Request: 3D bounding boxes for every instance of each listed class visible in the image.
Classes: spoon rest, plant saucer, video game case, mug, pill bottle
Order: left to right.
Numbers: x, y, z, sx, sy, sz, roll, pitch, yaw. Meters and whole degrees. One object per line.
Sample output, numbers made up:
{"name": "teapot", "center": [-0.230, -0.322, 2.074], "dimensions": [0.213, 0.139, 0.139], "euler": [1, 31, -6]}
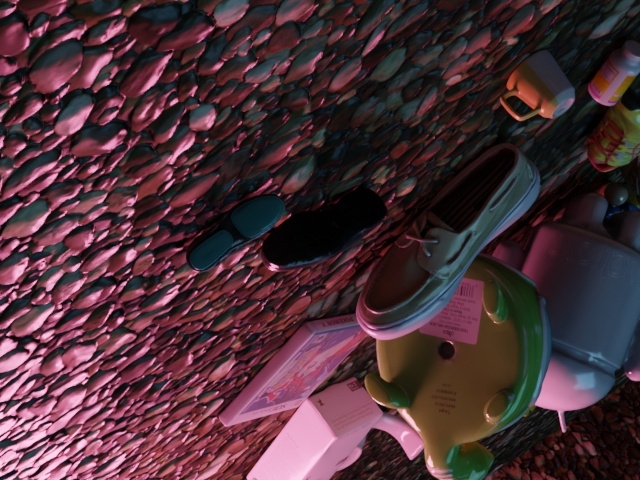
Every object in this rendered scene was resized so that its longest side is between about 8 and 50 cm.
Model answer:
{"name": "video game case", "center": [-0.026, 0.176, 1.858], "dimensions": [0.201, 0.023, 0.183], "euler": [-49, 159, 25]}
{"name": "spoon rest", "center": [0.066, 0.347, 2.346], "dimensions": [0.276, 0.084, 0.137], "euler": [5, 133, -45]}
{"name": "mug", "center": [0.251, -0.168, 1.537], "dimensions": [0.078, 0.064, 0.062], "euler": [-44, 161, 16]}
{"name": "plant saucer", "center": [0.434, -0.070, 2.150], "dimensions": [0.083, 0.015, 0.083], "euler": [-33, 160, -14]}
{"name": "pill bottle", "center": [0.375, -0.212, 1.691], "dimensions": [0.043, 0.043, 0.083], "euler": [-22, 155, -39]}

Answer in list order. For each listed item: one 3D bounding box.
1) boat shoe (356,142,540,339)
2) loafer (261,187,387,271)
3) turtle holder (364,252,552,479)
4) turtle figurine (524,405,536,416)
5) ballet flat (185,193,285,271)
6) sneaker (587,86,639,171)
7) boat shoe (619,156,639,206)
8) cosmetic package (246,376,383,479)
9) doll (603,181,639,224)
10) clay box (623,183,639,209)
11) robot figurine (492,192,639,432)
{"name": "boat shoe", "center": [0.149, -0.007, 1.687], "dimensions": [0.302, 0.109, 0.094], "euler": [-47, 145, -3]}
{"name": "loafer", "center": [0.000, 0.000, 1.468], "dimensions": [0.170, 0.062, 0.061], "euler": [-22, 159, -36]}
{"name": "turtle holder", "center": [0.220, 0.173, 1.871], "dimensions": [0.243, 0.320, 0.227], "euler": [-24, 171, 29]}
{"name": "turtle figurine", "center": [0.287, 0.184, 2.211], "dimensions": [0.269, 0.217, 0.087], "euler": [-29, 138, -39]}
{"name": "ballet flat", "center": [-0.087, -0.010, 1.334], "dimensions": [0.114, 0.041, 0.041], "euler": [-36, 160, -9]}
{"name": "sneaker", "center": [0.413, -0.143, 1.858], "dimensions": [0.094, 0.081, 0.208], "euler": [-36, 161, -1]}
{"name": "boat shoe", "center": [0.521, -0.134, 2.013], "dimensions": [0.104, 0.089, 0.285], "euler": [-13, 159, -1]}
{"name": "cosmetic package", "center": [-0.011, 0.326, 2.126], "dimensions": [0.117, 0.085, 0.231], "euler": [-20, 154, -44]}
{"name": "doll", "center": [0.464, -0.023, 2.171], "dimensions": [0.129, 0.046, 0.189], "euler": [-11, 136, -12]}
{"name": "clay box", "center": [0.524, -0.045, 2.307], "dimensions": [0.222, 0.053, 0.127], "euler": [-15, 149, -49]}
{"name": "robot figurine", "center": [0.380, 0.107, 2.049], "dimensions": [0.200, 0.300, 0.353], "euler": [130, -19, -86]}
